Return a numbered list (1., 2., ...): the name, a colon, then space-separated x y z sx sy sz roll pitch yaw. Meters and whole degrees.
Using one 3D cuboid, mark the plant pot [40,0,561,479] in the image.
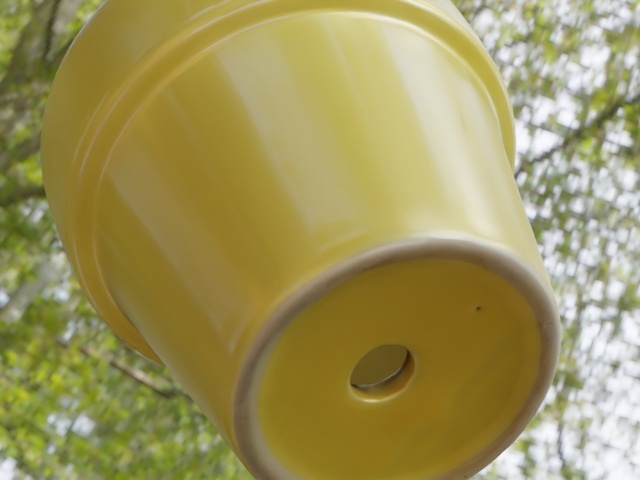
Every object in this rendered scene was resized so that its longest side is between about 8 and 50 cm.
1. plant pot: 0.000 0.000 0.850 0.254 0.239 0.254 -10 -54 -14
